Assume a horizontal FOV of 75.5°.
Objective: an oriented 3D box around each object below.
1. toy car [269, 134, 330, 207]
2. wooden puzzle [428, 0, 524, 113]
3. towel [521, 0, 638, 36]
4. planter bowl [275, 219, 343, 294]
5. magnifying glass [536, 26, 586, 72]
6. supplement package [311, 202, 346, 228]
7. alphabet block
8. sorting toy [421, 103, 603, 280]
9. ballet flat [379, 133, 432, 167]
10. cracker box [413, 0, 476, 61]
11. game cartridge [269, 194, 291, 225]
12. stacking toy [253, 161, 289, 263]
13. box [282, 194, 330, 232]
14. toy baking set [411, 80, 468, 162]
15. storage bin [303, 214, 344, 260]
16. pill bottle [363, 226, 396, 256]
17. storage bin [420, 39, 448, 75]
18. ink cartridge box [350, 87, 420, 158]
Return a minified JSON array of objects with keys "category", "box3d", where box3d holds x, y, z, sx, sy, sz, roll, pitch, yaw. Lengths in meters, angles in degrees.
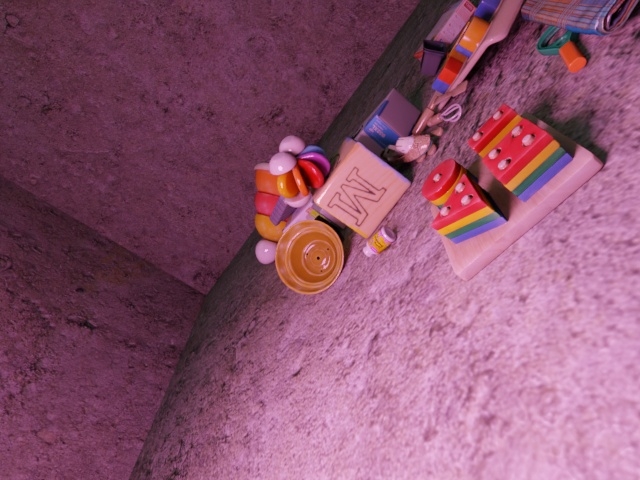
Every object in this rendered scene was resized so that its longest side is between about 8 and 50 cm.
[{"category":"toy car","box3d":[-0.042,-0.189,1.110,0.136,0.159,0.182,-3,45,27]},{"category":"wooden puzzle","box3d":[0.428,-0.568,1.155,0.322,0.080,0.348,-60,4,-17]},{"category":"towel","box3d":[0.518,-0.540,0.769,0.370,0.040,0.272,-88,17,-57]},{"category":"planter bowl","box3d":[-0.020,0.051,1.239,0.217,0.217,0.090,-53,-20,9]},{"category":"magnifying glass","box3d":[0.486,-0.389,0.820,0.092,0.026,0.231,-42,18,41]},{"category":"supplement package","box3d":[0.050,-0.121,1.444,0.105,0.105,0.179,-56,15,3]},{"category":"alphabet block","box3d":[0.106,-0.155,1.176,0.197,0.193,0.192,-53,14,12]},{"category":"sorting toy","box3d":[0.284,-0.104,0.713,0.255,0.089,0.257,-49,17,26]},{"category":"ballet flat","box3d":[0.231,-0.256,1.172,0.206,0.067,0.073,159,126,-67]},{"category":"cracker box","box3d":[0.485,-0.816,1.626,0.232,0.067,0.156,-54,16,11]},{"category":"game cartridge","box3d":[-0.043,-0.209,1.686,0.355,0.068,0.230,-36,-10,-27]},{"category":"stacking toy","box3d":[-0.204,-0.116,2.017,0.350,0.350,0.480,-163,87,-74]},{"category":"box","box3d":[-0.042,-0.088,1.639,0.203,0.114,0.103,-42,20,37]},{"category":"toy baking set","box3d":[0.321,-0.324,1.150,0.256,0.030,0.197,-62,19,22]},{"category":"storage bin","box3d":[0.000,0.000,1.387,0.122,0.084,0.180,-53,14,9]},{"category":"pill bottle","box3d":[0.142,0.006,1.011,0.083,0.043,0.043,-46,18,35]},{"category":"storage bin","box3d":[0.414,-0.670,1.523,0.135,0.098,0.091,-74,-4,-49]},{"category":"ink cartridge box","box3d":[0.173,-0.331,1.413,0.307,0.129,0.223,-42,14,46]}]
